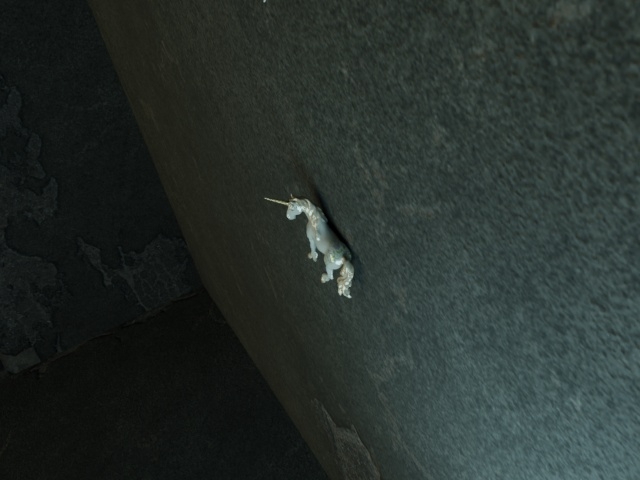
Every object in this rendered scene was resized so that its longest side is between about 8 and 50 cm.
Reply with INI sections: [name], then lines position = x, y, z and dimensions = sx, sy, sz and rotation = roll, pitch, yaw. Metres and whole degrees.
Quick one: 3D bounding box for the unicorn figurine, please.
[unicorn figurine]
position = 0.000, 0.000, 0.929
dimensions = 0.162, 0.060, 0.111
rotation = 38, 154, 23
